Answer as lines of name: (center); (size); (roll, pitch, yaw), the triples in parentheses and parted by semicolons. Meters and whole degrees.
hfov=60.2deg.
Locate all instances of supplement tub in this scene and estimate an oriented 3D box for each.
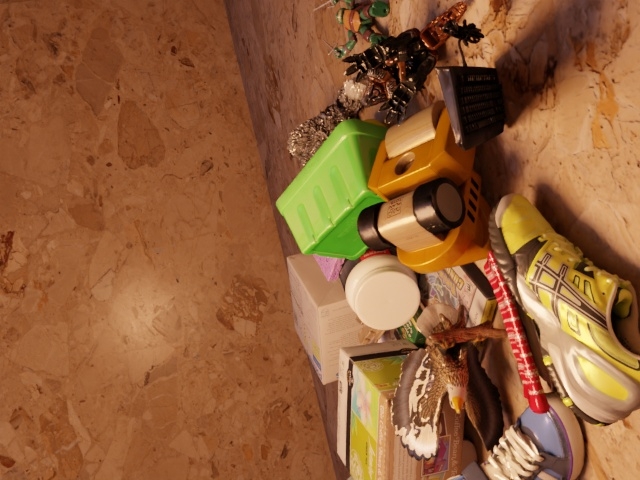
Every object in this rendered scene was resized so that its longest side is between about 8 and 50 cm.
supplement tub: (0.151, 0.101, 1.499); (0.272, 0.191, 0.191); (-109, 11, -67)

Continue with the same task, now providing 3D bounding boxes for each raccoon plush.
raccoon plush: (0.057, -0.240, 1.655); (0.299, 0.216, 0.446); (66, 163, 11)

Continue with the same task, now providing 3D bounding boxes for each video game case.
video game case: (0.312, 0.128, 1.312); (0.274, 0.035, 0.248); (-119, 21, -46)

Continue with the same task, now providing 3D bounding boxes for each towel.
towel: (0.341, 0.157, 0.979); (0.199, 0.031, 0.274); (22, -129, -73)

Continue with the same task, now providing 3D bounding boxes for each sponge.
sponge: (0.000, 0.000, 1.535); (0.210, 0.031, 0.117); (60, 151, 32)

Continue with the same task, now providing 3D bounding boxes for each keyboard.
keyboard: (0.238, -0.253, 0.858); (0.317, 0.033, 0.201); (-30, -76, -59)

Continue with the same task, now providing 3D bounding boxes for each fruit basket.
fruit basket: (0.079, -0.177, 1.386); (0.392, 0.283, 0.391); (-20, 67, 56)

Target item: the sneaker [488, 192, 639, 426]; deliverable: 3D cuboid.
sneaker: (0.392, 0.075, 0.849); (0.147, 0.145, 0.384); (-45, 52, 38)

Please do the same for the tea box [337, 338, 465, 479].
tea box: (0.196, 0.475, 1.439); (0.323, 0.220, 0.328); (-151, 59, -68)

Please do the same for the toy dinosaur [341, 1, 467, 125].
toy dinosaur: (0.170, -0.376, 1.142); (0.164, 0.218, 0.321); (35, 143, 12)

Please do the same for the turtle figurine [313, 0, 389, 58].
turtle figurine: (0.082, -0.564, 1.419); (0.234, 0.118, 0.175); (34, 152, 47)

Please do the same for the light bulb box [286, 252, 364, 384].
light bulb box: (0.041, 0.266, 2.066); (0.358, 0.226, 0.360); (-125, 26, -54)

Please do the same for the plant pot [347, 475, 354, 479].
plant pot: (0.254, 0.776, 1.544); (0.252, 0.248, 0.247); (-154, 40, -79)

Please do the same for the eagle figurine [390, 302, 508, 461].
eagle figurine: (0.277, 0.301, 1.160); (0.226, 0.225, 0.298); (20, 126, 33)

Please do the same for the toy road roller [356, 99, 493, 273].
toy road roller: (0.239, -0.087, 1.109); (0.203, 0.241, 0.329); (-21, 46, 48)

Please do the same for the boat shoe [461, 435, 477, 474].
boat shoe: (0.361, 0.634, 1.454); (0.088, 0.096, 0.267); (-152, 51, -76)

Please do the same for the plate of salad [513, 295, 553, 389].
plate of salad: (0.385, 0.163, 0.979); (0.200, 0.048, 0.199); (-17, -90, -76)

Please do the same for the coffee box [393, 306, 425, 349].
coffee box: (0.261, 0.257, 1.601); (0.184, 0.041, 0.113); (94, 158, -47)

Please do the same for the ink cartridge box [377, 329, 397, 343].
ink cartridge box: (0.205, 0.254, 1.753); (0.115, 0.067, 0.198); (-134, 34, -62)

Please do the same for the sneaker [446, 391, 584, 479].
sneaker: (0.349, 0.446, 1.049); (0.130, 0.237, 0.322); (-123, 24, -53)

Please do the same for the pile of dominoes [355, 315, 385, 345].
pile of dominoes: (0.192, 0.205, 1.640); (0.251, 0.040, 0.196); (-58, 18, 23)
